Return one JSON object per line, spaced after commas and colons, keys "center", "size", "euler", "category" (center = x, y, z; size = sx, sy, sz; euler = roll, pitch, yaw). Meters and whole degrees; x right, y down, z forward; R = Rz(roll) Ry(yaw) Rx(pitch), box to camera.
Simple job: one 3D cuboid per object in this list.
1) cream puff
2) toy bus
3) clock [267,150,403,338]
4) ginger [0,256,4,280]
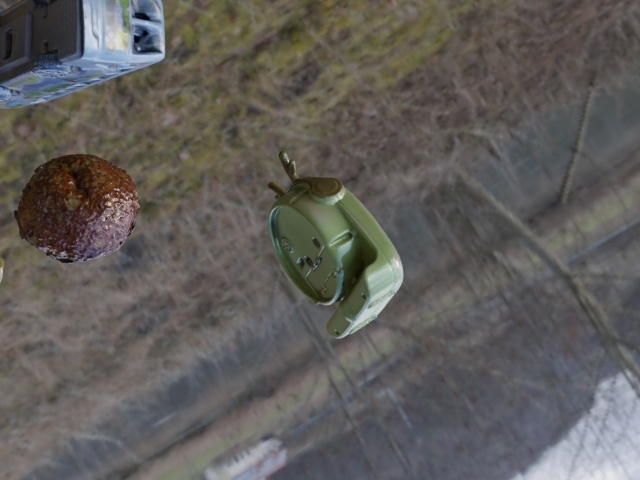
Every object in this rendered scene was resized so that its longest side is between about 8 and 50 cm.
{"center": [-0.473, -0.070, 2.019], "size": [0.240, 0.240, 0.164], "euler": [-30, 146, -5], "category": "cream puff"}
{"center": [-0.313, -0.226, 1.228], "size": [0.136, 0.109, 0.329], "euler": [1, 176, -41], "category": "toy bus"}
{"center": [0.000, 0.000, 1.757], "size": [0.096, 0.308, 0.235], "euler": [-29, 164, -26], "category": "clock"}
{"center": [-0.426, -0.008, 1.117], "size": [0.081, 0.205, 0.115], "euler": [-55, -170, -6], "category": "ginger"}
